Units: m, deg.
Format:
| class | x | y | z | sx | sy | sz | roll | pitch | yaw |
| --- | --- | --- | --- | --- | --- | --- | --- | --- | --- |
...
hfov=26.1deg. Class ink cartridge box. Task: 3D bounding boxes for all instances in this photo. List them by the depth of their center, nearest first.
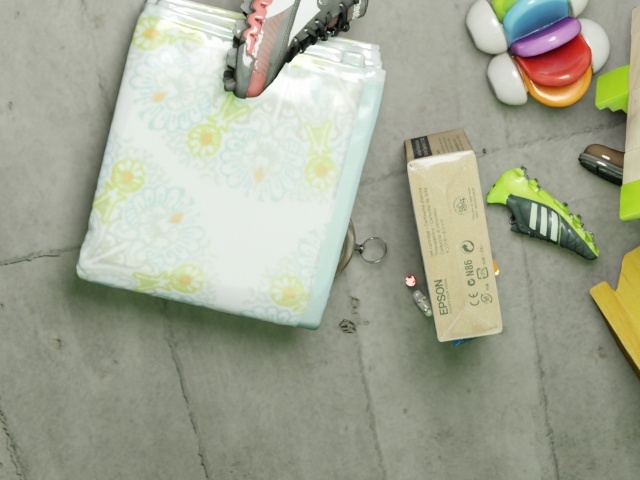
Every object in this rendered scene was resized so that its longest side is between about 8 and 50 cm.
| class | x | y | z | sx | sy | sz | roll | pitch | yaw |
| --- | --- | --- | --- | --- | --- | --- | --- | --- | --- |
| ink cartridge box | 0.166 | -0.011 | 1.757 | 0.088 | 0.193 | 0.234 | -10 | 101 | 3 |

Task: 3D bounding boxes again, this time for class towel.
| class | x | y | z | sx | sy | sz | roll | pitch | yaw |
| --- | --- | --- | --- | --- | --- | --- | --- | --- | --- |
| towel | -0.107 | -0.097 | 1.722 | 0.321 | 0.090 | 0.374 | 14 | 96 | -7 |

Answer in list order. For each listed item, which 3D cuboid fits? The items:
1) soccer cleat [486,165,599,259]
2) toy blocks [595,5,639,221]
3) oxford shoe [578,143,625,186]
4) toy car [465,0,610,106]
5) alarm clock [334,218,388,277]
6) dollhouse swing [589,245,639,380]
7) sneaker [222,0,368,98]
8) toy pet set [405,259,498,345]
| class | x | y | z | sx | sy | sz | roll | pitch | yaw |
| --- | --- | --- | --- | --- | --- | --- | --- | --- | --- |
| soccer cleat | 0.302 | -0.026 | 1.873 | 0.179 | 0.060 | 0.072 | 40 | 111 | -14 |
| toy blocks | 0.496 | -0.128 | 1.730 | 0.191 | 0.381 | 0.261 | -20 | 135 | 39 |
| oxford shoe | 0.455 | -0.108 | 1.856 | 0.227 | 0.083 | 0.096 | 10 | 92 | -13 |
| toy car | 0.281 | -0.250 | 1.730 | 0.159 | 0.136 | 0.182 | -25 | 113 | 2 |
| alarm clock | 0.000 | 0.000 | 1.834 | 0.192 | 0.064 | 0.129 | 10 | 110 | -15 |
| dollhouse swing | 0.624 | 0.150 | 1.943 | 0.347 | 0.315 | 0.305 | -31 | 145 | 5 |
| sneaker | -0.019 | -0.272 | 1.625 | 0.135 | 0.097 | 0.276 | 26 | 66 | -2 |
| toy pet set | 0.195 | 0.078 | 1.906 | 0.122 | 0.065 | 0.114 | -27 | 78 | 0 |
